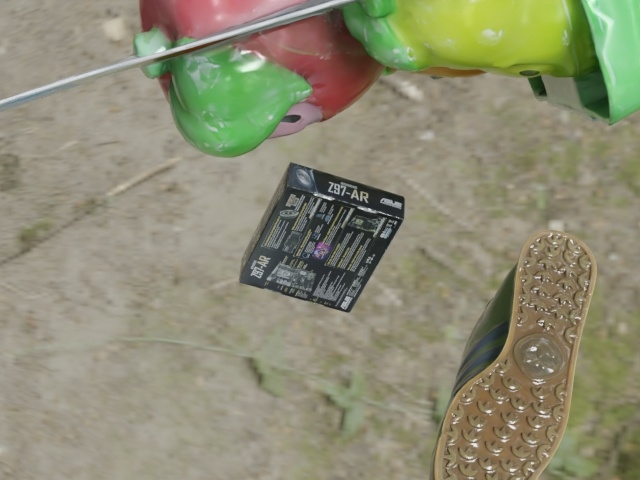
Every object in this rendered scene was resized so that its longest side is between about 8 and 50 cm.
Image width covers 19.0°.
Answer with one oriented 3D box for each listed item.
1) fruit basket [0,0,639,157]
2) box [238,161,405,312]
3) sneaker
[{"bbox_3d":[0.032,-0.101,0.848,0.353,0.327,0.165,-22,97,0],"label":"fruit basket"},{"bbox_3d":[0.000,0.000,1.033,0.067,0.083,0.018,16,45,-12],"label":"box"},{"bbox_3d":[0.107,0.091,1.103,0.064,0.086,0.192,23,60,2],"label":"sneaker"}]
